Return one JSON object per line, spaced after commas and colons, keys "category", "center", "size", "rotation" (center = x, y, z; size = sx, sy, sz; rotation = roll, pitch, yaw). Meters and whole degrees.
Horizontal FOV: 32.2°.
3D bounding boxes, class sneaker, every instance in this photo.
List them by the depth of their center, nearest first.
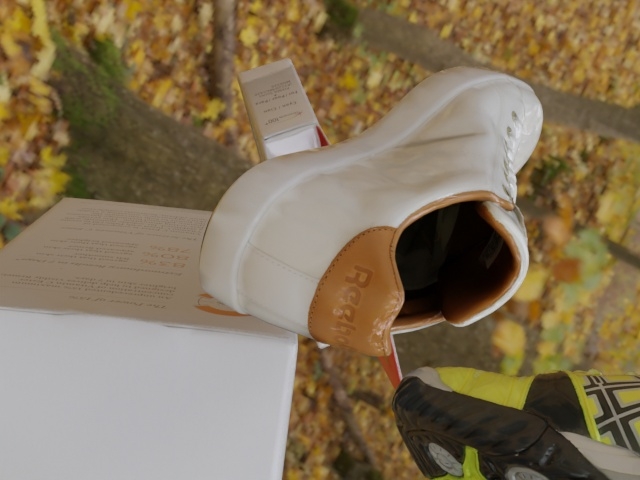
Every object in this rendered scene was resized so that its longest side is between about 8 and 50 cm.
{"category": "sneaker", "center": [0.070, -0.011, 0.592], "size": [0.290, 0.123, 0.106], "rotation": [-32, 141, -48]}
{"category": "sneaker", "center": [0.232, 0.150, 0.757], "size": [0.147, 0.385, 0.145], "rotation": [-54, 143, -35]}

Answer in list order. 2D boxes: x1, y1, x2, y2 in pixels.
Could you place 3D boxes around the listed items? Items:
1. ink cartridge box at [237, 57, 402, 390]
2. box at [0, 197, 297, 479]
{"category": "ink cartridge box", "center": [0.000, 0.000, 1.149], "size": [0.261, 0.066, 0.296], "rotation": [-113, -173, -50]}
{"category": "box", "center": [-0.129, 0.088, 0.822], "size": [0.345, 0.215, 0.168], "rotation": [-91, -173, -78]}
